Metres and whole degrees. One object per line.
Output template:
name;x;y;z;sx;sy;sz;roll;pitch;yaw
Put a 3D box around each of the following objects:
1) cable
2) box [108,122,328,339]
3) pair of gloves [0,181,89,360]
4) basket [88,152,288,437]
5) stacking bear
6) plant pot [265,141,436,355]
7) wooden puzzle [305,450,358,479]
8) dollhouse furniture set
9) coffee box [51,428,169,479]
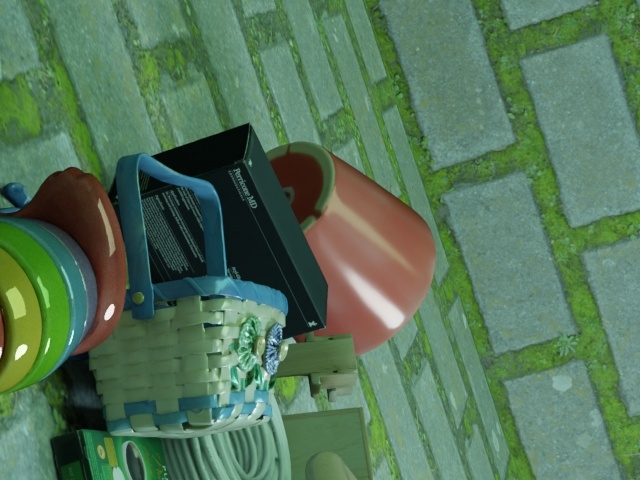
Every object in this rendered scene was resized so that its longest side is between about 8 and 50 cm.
cable;-0.118;0.238;1.778;0.257;0.089;0.257;-72;140;-61
box;-0.121;0.009;1.838;0.103;0.184;0.261;-82;152;-56
pair of gloves;-0.283;0.034;1.544;0.159;0.023;0.198;-18;92;-75
basket;-0.145;0.064;1.579;0.255;0.201;0.289;17;60;-72
stacking bear;-0.298;0.058;1.238;0.164;0.175;0.289;65;25;-2
plant pot;0.000;0.000;2.180;0.243;0.275;0.275;46;30;-43
wooden puzzle;0.082;0.450;1.735;0.348;0.080;0.322;51;15;-52
dollhouse furniture set;-0.032;0.336;2.063;0.355;0.173;0.303;96;-12;-63
coffee box;-0.209;0.256;1.534;0.184;0.040;0.113;23;50;-70
